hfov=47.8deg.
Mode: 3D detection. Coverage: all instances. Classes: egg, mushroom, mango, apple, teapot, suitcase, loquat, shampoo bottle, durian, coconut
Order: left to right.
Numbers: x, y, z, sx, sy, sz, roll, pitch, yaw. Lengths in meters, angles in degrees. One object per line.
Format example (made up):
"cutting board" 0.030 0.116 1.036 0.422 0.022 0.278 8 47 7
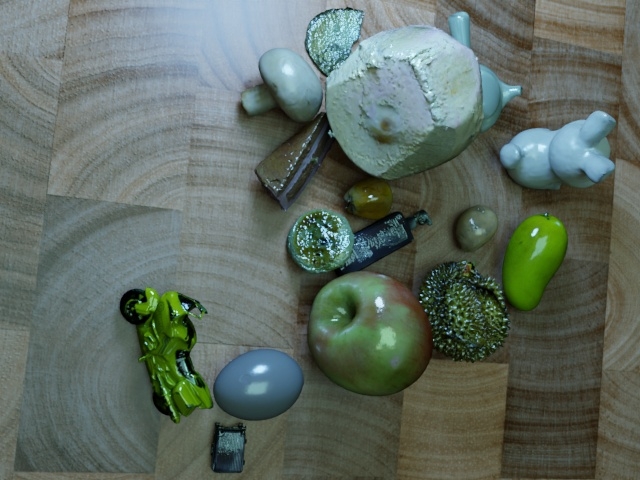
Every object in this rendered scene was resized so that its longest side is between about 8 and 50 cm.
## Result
"suitcase" -0.236 0.533 1.852 0.086 0.059 0.126 6 86 -16
"egg" -0.158 0.365 1.818 0.231 0.176 0.176 -12 91 -29
"mushroom" -0.096 -0.389 1.864 0.209 0.206 0.206 -36 98 -15
"loquat" 0.130 -0.111 1.962 0.137 0.137 0.113 -8 76 -18
"apple" 0.134 0.244 1.861 0.277 0.319 0.319 37 76 -42
"shampoo bottle" 0.166 -0.004 1.998 0.309 0.071 0.098 -28 90 -18
"coconut" 0.239 -0.364 1.876 0.404 0.404 0.405 1 88 -18
"durian" 0.377 0.193 1.979 0.258 0.258 0.293 -17 77 -18
"teapot" 0.404 -0.456 2.049 0.220 0.149 0.318 -45 102 -16
"mango" 0.618 0.061 2.108 0.175 0.143 0.293 17 93 -22

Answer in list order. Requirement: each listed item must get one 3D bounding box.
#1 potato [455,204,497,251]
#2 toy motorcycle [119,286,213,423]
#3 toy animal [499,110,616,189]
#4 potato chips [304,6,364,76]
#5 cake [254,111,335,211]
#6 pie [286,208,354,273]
"potato" 0.443 -0.039 2.071 0.112 0.112 0.147 42 69 -12
"toy motorcycle" -0.358 0.266 1.784 0.205 0.142 0.343 -16 94 20
"toy animal" 0.684 -0.243 2.028 0.241 0.367 0.196 -3 92 -29
"potato chips" 0.062 -0.538 2.010 0.201 0.029 0.220 -27 93 -16
"cake" -0.062 -0.218 1.914 0.112 0.116 0.295 26 66 29
"pie" 0.000 0.000 1.916 0.186 0.041 0.187 -3 65 7
